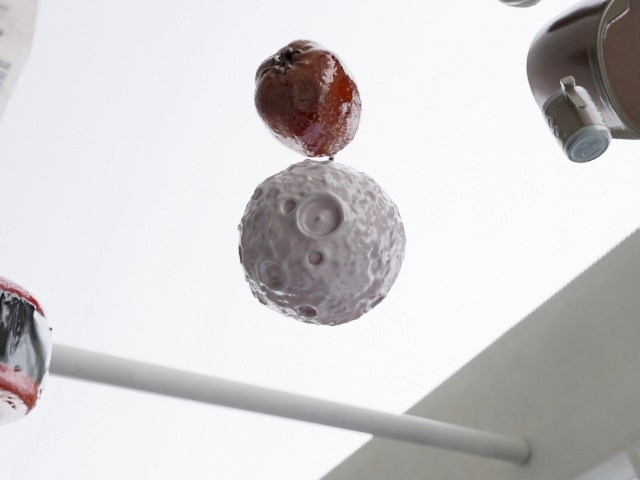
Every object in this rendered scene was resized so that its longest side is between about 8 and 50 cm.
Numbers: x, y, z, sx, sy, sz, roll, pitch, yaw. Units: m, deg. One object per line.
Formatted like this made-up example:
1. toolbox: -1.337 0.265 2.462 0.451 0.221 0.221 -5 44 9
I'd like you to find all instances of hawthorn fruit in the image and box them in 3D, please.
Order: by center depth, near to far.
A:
1. hawthorn fruit: -0.013 -0.245 1.497 0.205 0.253 0.205 -16 -135 17

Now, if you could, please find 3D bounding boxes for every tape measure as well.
1. tape measure: -0.379 0.102 0.720 0.260 0.253 0.113 -31 -129 45

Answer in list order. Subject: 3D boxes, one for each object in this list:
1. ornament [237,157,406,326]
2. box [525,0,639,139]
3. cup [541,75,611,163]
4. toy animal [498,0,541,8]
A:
1. ornament: 0.000 0.000 1.208 0.225 0.260 0.259 91 7 -73
2. box: 0.536 -0.325 1.466 0.216 0.301 0.300 5 -102 61
3. cup: 0.379 -0.177 1.161 0.102 0.074 0.099 103 -21 -48
4. toy animal: 0.363 -0.628 1.526 0.258 0.194 0.357 16 -66 42
